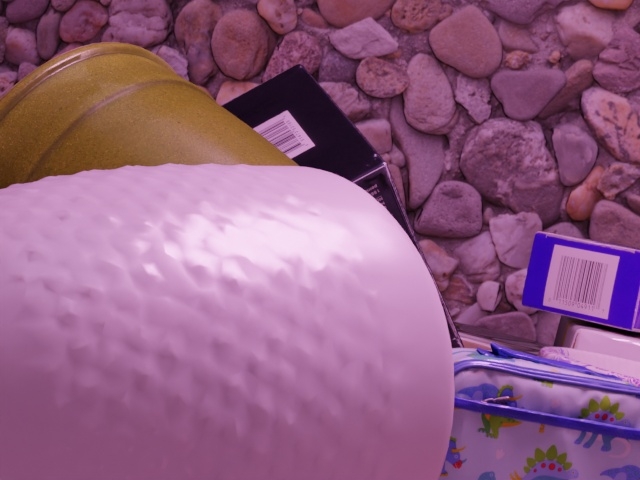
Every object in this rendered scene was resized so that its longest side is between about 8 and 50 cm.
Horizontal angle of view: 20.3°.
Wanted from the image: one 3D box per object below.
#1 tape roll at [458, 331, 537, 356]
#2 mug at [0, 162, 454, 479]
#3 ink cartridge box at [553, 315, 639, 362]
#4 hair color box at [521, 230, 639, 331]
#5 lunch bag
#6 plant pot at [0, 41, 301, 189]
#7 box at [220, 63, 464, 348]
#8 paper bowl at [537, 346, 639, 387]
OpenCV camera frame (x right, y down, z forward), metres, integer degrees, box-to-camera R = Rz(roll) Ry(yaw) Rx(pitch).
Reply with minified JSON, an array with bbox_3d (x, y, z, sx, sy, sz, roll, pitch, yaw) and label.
[{"bbox_3d":[0.153,0.174,2.293,0.286,0.100,0.286,12,4,-1],"label":"tape roll"},{"bbox_3d":[-0.159,0.070,1.105,0.328,0.276,0.374,-3,30,-44],"label":"mug"},{"bbox_3d":[0.442,0.203,2.331,0.279,0.160,0.385,13,3,5],"label":"ink cartridge box"},{"bbox_3d":[0.446,0.068,2.339,0.339,0.110,0.185,12,1,-44],"label":"hair color box"},{"bbox_3d":[0.180,0.184,1.505,0.219,0.176,0.090,13,3,-13],"label":"lunch bag"},{"bbox_3d":[-0.107,0.050,1.625,0.353,0.366,0.366,26,10,29],"label":"plant pot"},{"bbox_3d":[0.000,0.000,2.116,0.183,0.294,0.296,-29,34,-4],"label":"box"},{"bbox_3d":[0.357,0.215,1.912,0.284,0.148,0.284,12,3,-1],"label":"paper bowl"}]
